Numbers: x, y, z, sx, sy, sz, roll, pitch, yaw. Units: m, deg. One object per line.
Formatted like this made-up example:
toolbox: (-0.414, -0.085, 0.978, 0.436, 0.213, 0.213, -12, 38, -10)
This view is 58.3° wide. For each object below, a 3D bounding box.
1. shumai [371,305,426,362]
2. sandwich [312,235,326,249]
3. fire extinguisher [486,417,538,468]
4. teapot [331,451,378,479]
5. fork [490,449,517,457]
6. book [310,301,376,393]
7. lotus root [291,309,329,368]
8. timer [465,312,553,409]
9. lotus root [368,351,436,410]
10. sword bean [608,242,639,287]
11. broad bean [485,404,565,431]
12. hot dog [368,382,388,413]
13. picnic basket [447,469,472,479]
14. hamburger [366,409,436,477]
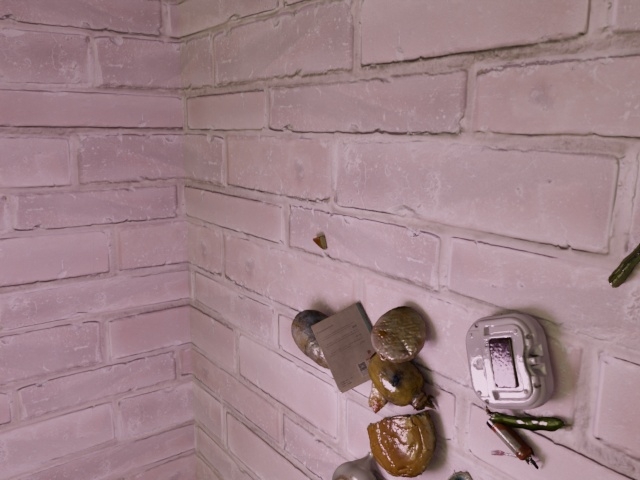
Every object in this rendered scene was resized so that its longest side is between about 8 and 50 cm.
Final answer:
shumai: (0.269, 0.328, 1.933, 0.201, 0.120, 0.201, -12, 56, 19)
sandwich: (0.000, 0.000, 2.306, 0.083, 0.030, 0.044, 42, 132, 39)
fire extinguisher: (0.556, 0.579, 1.648, 0.177, 0.050, 0.062, 48, 173, 38)
teapot: (0.173, 0.979, 2.154, 0.220, 0.149, 0.318, -56, 52, 34)
fork: (0.555, 0.633, 1.692, 0.115, 0.012, 0.016, -15, 88, 49)
book: (0.108, 0.395, 2.120, 0.214, 0.025, 0.283, -27, 64, 7)
lotus root: (0.007, 0.394, 2.256, 0.349, 0.175, 0.175, 36, 125, 37)
timer: (0.518, 0.336, 1.601, 0.237, 0.087, 0.262, -20, 73, 52)
lotus root: (0.272, 0.481, 1.938, 0.278, 0.154, 0.154, 44, 130, 32)
sword bean: (0.746, 0.013, 1.296, 0.043, 0.038, 0.269, -98, 27, -45)
broad bean: (0.569, 0.504, 1.600, 0.226, 0.039, 0.069, -3, 130, 40)
hot dog: (0.219, 0.543, 2.085, 0.078, 0.061, 0.169, 8, 81, 21)
picnic basket: (0.440, 0.766, 1.817, 0.083, 0.083, 0.065, 57, -168, -53)
hamburger: (0.282, 0.705, 1.974, 0.309, 0.132, 0.211, -34, 67, 49)
